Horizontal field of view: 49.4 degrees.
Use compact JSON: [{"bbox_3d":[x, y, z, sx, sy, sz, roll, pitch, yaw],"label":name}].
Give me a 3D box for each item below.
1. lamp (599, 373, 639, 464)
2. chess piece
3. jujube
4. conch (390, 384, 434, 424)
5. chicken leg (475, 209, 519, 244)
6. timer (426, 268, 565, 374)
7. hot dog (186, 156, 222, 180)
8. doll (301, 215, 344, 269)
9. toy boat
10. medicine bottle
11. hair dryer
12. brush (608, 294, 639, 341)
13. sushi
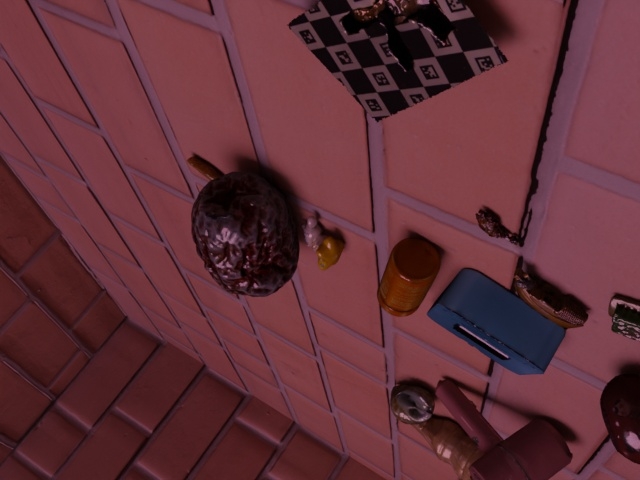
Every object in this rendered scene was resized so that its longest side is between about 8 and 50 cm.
[{"bbox_3d":[0.564,0.306,1.208,0.135,0.156,0.157,-22,165,18],"label":"lamp"},{"bbox_3d":[0.362,0.581,2.039,0.301,0.137,0.137,32,159,38],"label":"chess piece"},{"bbox_3d":[-0.164,-0.009,1.519,0.226,0.226,0.317,26,157,24],"label":"jujube"},{"bbox_3d":[0.260,0.457,1.951,0.116,0.106,0.173,44,142,2],"label":"conch"},{"bbox_3d":[0.282,-0.020,1.123,0.083,0.021,0.036,42,147,-12],"label":"chicken leg"},{"bbox_3d":[0.334,0.169,1.373,0.232,0.091,0.250,33,168,7],"label":"timer"},{"bbox_3d":[-0.249,-0.150,1.607,0.137,0.028,0.044,38,-177,2],"label":"hot dog"},{"bbox_3d":[-0.001,-0.004,1.510,0.113,0.072,0.135,39,159,48],"label":"doll"},{"bbox_3d":[0.383,0.097,1.170,0.149,0.047,0.049,36,143,-5],"label":"toy boat"},{"bbox_3d":[0.170,0.075,1.361,0.096,0.096,0.192,32,157,11],"label":"medicine bottle"},{"bbox_3d":[0.407,0.448,1.677,0.352,0.210,0.125,50,168,41],"label":"hair dryer"},{"bbox_3d":[0.565,0.150,1.021,0.282,0.048,0.054,18,151,33],"label":"brush"},{"bbox_3d":[0.097,-0.268,0.889,0.192,0.043,0.280,44,155,-18],"label":"sushi"}]
